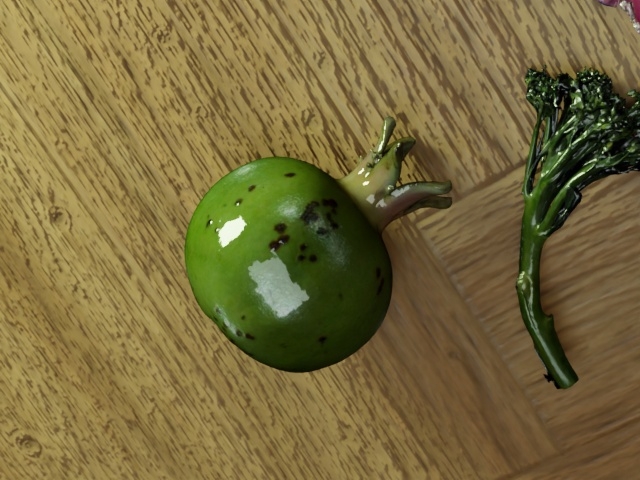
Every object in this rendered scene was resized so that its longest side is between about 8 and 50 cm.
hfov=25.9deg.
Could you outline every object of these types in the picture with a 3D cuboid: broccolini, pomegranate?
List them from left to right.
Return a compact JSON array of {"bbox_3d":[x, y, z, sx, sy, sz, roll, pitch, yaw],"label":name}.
[{"bbox_3d":[0.000,0.000,1.129,0.224,0.181,0.181,-36,100,2],"label":"pomegranate"},{"bbox_3d":[0.221,-0.005,1.120,0.123,0.062,0.271,8,108,27],"label":"broccolini"}]

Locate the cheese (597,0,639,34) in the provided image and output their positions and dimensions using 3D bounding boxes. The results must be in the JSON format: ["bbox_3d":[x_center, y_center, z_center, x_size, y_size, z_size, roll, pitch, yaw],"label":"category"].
[{"bbox_3d":[0.259,-0.189,1.049,0.145,0.038,0.095,19,114,13],"label":"cheese"}]
